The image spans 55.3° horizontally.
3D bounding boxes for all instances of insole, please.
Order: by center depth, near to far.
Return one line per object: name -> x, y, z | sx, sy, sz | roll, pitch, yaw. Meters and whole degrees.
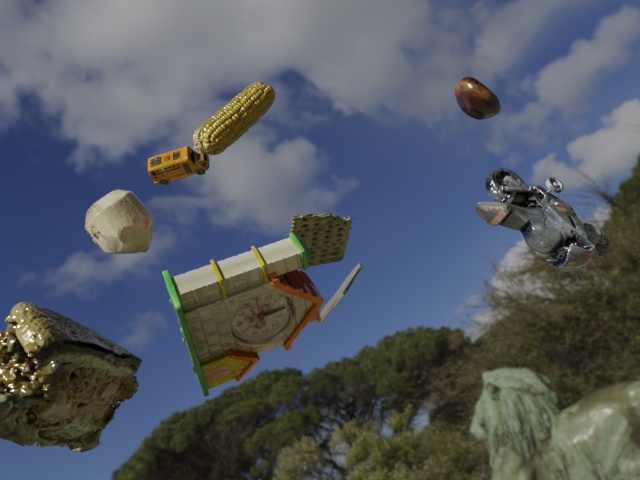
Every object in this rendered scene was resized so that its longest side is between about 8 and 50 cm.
insole -> 0.047, 0.132, 1.501 | 0.010, 0.063, 0.192 | 30, -63, -10

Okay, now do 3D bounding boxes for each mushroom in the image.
mushroom -> 0.356, -0.321, 1.403 | 0.052, 0.123, 0.123 | -50, -21, -8

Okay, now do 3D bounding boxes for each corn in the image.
corn -> -0.191, -0.272, 1.370 | 0.238, 0.080, 0.080 | -45, -15, -21

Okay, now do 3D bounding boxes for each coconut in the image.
coconut -> -0.534, -0.037, 1.644 | 0.171, 0.183, 0.171 | -36, 7, 5

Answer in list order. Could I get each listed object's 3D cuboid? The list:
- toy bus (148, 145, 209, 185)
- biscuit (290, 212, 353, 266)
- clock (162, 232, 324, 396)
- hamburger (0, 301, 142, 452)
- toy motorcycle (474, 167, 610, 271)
toy bus -> -0.393, -0.213, 1.700 | 0.162, 0.069, 0.074 | -16, -38, 6
biscuit -> 0.000, -0.001, 1.336 | 0.144, 0.016, 0.203 | -9, -34, -14
clock -> -0.123, 0.124, 1.082 | 0.255, 0.106, 0.220 | -19, -51, -15
hamburger -> -0.396, 0.192, 0.877 | 0.167, 0.192, 0.288 | -62, -23, -13
toy motorcycle -> 0.466, -0.035, 1.266 | 0.173, 0.307, 0.108 | -60, 1, -42
